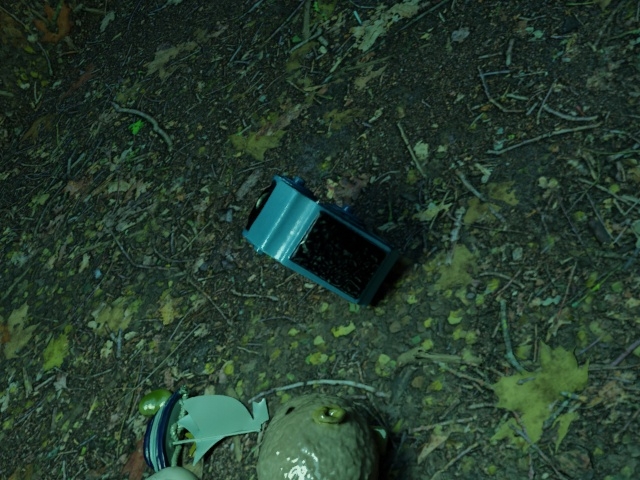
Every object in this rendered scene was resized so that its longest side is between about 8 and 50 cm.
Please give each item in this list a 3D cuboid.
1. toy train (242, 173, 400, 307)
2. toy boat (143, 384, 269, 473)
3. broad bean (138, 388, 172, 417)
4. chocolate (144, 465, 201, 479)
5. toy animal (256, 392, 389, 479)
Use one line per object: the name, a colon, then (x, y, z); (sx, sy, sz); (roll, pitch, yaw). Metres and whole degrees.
toy train: (0.000, 0.000, 1.923); (0.188, 0.300, 0.265); (-59, 28, 3)
toy boat: (-0.244, 0.391, 1.958); (0.291, 0.067, 0.221); (-17, 47, 22)
broad bean: (-0.373, 0.369, 2.088); (0.083, 0.045, 0.063); (-29, 44, 4)
chocolate: (-0.290, 0.530, 1.812); (0.147, 0.221, 0.221); (-30, 36, -25)
toy animal: (-0.003, 0.415, 1.655); (0.226, 0.188, 0.358); (-29, 43, 24)
